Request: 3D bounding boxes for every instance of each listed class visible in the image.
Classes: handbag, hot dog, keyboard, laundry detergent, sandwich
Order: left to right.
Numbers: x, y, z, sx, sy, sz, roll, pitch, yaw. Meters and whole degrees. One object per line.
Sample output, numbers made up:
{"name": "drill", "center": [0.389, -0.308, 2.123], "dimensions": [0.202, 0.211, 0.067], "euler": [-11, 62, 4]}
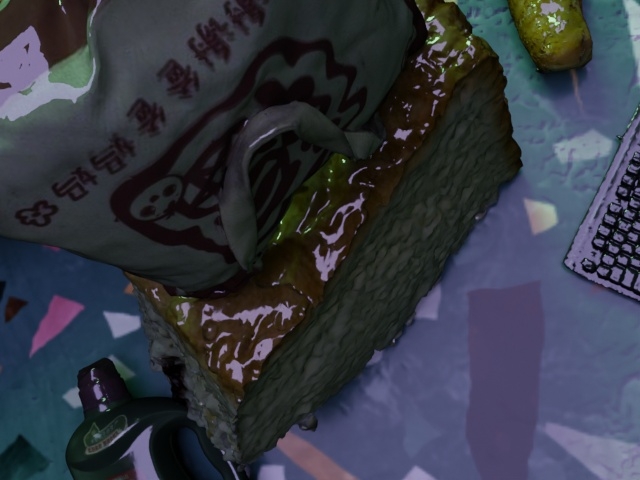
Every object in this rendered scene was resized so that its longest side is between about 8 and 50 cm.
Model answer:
{"name": "laundry detergent", "center": [-0.136, 0.195, 0.736], "dimensions": [0.144, 0.078, 0.221], "euler": [-25, 77, 7]}
{"name": "handbag", "center": [-0.053, -0.069, 0.395], "dimensions": [0.127, 0.235, 0.213], "euler": [43, 95, 20]}
{"name": "sandwich", "center": [0.000, 0.000, 0.631], "dimensions": [0.131, 0.262, 0.325], "euler": [36, 92, 19]}
{"name": "hot dog", "center": [0.155, -0.269, 0.721], "dimensions": [0.068, 0.083, 0.289], "euler": [-19, 80, 29]}
{"name": "keyboard", "center": [0.277, -0.065, 0.698], "dimensions": [0.094, 0.025, 0.230], "euler": [25, 90, 11]}

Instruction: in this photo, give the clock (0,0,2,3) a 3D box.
{"name": "clock", "center": [-0.141, -0.157, 0.566], "dimensions": [0.235, 0.166, 0.309], "euler": [30, 61, 12]}
